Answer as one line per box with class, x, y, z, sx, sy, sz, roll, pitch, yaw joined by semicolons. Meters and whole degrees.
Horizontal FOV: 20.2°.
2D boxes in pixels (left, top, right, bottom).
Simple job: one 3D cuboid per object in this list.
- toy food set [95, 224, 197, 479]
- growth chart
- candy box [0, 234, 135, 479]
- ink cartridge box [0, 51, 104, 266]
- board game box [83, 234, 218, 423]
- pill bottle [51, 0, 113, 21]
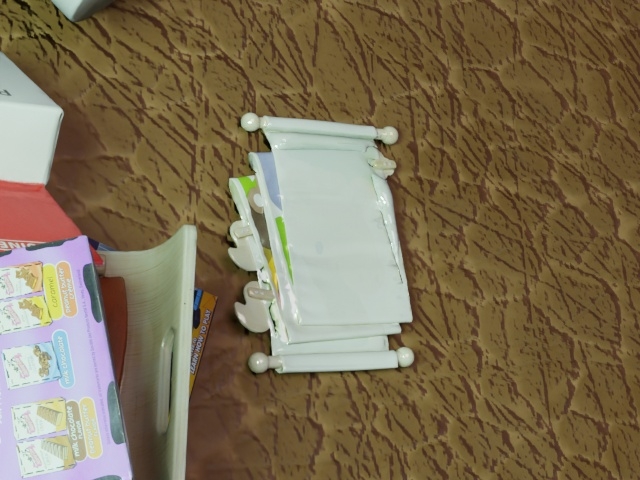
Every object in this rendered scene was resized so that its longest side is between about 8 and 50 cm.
toy food set;-0.237;0.081;1.153;0.306;0.092;0.220;4;63;-7
growth chart;0.000;0.000;1.433;0.172;0.021;0.237;9;63;-28
candy box;-0.217;0.100;1.064;0.196;0.070;0.165;-11;62;-6
ink cartridge box;-0.309;-0.071;1.151;0.296;0.066;0.261;4;21;-30
board game box;-0.161;0.089;1.271;0.141;0.048;0.170;26;55;-20
pill bottle;-0.255;-0.371;1.328;0.408;0.229;0.229;49;51;-2
